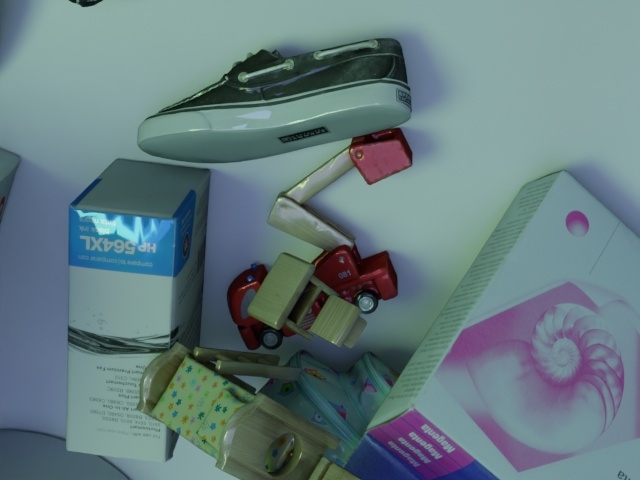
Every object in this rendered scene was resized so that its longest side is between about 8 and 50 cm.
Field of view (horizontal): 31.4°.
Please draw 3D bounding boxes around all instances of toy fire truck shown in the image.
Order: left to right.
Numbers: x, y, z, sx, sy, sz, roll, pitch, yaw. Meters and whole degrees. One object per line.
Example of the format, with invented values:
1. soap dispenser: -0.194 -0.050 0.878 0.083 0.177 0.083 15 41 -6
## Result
1. toy fire truck: 0.000 0.000 0.939 0.192 0.047 0.135 -21 106 10

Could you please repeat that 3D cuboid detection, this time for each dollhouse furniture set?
1. dollhouse furniture set: -0.015 0.097 0.805 0.101 0.182 0.161 38 79 -43

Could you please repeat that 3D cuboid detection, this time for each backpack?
1. backpack: 0.029 0.173 0.934 0.188 0.166 0.144 37 97 -12

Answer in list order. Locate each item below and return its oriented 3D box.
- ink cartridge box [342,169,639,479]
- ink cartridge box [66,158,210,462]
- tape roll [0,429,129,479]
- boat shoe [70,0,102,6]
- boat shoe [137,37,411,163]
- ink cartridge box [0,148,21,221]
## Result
1. ink cartridge box: 0.212 0.169 0.880 0.324 0.071 0.330 40 66 -11
2. ink cartridge box: -0.144 0.053 0.910 0.086 0.148 0.203 7 108 2
3. tape roll: -0.281 0.318 1.033 0.286 0.100 0.286 1 108 3
4. boat shoe: -0.066 -0.256 0.822 0.302 0.114 0.091 -37 97 14
5. boat shoe: -0.038 -0.110 0.897 0.219 0.078 0.070 -9 73 9
6. ink cartridge box: -0.367 0.081 0.810 0.160 0.384 0.279 21 108 -7
